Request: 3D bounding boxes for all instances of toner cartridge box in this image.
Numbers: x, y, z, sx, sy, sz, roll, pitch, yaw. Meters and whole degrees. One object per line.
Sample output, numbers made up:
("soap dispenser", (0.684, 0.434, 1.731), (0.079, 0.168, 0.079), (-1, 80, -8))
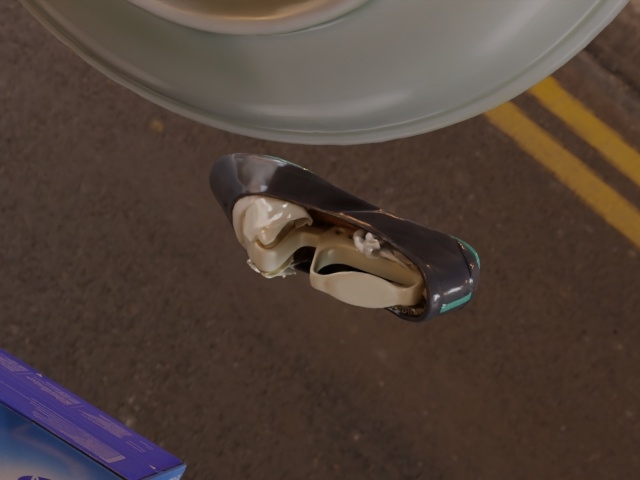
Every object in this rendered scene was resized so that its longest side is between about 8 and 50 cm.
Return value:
("toner cartridge box", (-0.307, 0.159, 1.167), (0.347, 0.075, 0.165), (30, 3, 11))

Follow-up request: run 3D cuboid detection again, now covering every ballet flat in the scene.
("ballet flat", (0.000, 0.000, 0.780), (0.203, 0.074, 0.074), (22, 34, 24))

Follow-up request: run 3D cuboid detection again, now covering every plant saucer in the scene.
("plant saucer", (-0.032, -0.205, 0.539), (0.400, 0.400, 0.100), (31, 36, -1))
